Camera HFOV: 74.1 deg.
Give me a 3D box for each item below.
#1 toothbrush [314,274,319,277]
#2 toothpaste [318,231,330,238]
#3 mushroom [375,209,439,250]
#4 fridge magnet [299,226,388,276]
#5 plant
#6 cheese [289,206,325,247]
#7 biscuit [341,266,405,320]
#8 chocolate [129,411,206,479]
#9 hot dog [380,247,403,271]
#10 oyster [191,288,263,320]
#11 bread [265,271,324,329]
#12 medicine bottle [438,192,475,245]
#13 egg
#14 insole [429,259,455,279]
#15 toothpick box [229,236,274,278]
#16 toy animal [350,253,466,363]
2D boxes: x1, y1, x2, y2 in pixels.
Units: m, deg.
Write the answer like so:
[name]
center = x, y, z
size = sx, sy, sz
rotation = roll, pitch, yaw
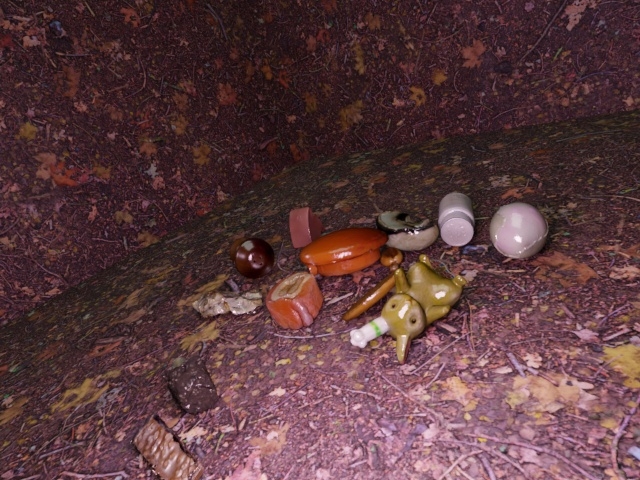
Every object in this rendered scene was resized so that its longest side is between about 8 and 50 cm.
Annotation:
[toothbrush]
center = 0.092, 0.117, 1.776
size = 0.288, 0.021, 0.024
rotation = -15, 27, 12
[toothpaste]
center = 0.000, 0.000, 2.131
size = 0.048, 0.029, 0.197
rotation = -8, 21, 26
[mushroom]
center = 0.365, -0.038, 1.796
size = 0.247, 0.130, 0.344
rotation = -10, 18, -23
[fridge magnet]
center = 0.095, 0.036, 1.691
size = 0.363, 0.155, 0.363
rotation = -15, 10, 3
[plant]
center = -0.395, 0.427, 1.287
size = 0.142, 0.131, 0.203
rotation = -35, 24, -27
[cheese]
center = -0.075, -0.087, 2.199
size = 0.128, 0.177, 0.203
rotation = -8, 24, 26
[biscuit]
center = 0.176, 0.178, 1.380
size = 0.262, 0.037, 0.262
rotation = -40, -7, -6
[chocolate]
center = -0.391, 0.548, 1.091
size = 0.329, 0.065, 0.102
rotation = 6, 51, 49
[hot dog]
center = 0.284, 0.075, 1.672
size = 0.089, 0.060, 0.140
rotation = -24, 14, -3
[oyster]
center = -0.400, 0.246, 1.772
size = 0.354, 0.107, 0.201
rotation = -12, 19, 18
[bread]
center = -0.088, 0.212, 1.563
size = 0.190, 0.123, 0.244
rotation = -11, 21, 24
[medicine bottle]
center = 0.549, -0.088, 1.716
size = 0.143, 0.144, 0.258
rotation = -10, 22, 22
[egg]
center = 0.666, -0.028, 1.420
size = 0.183, 0.183, 0.217
rotation = -14, 25, 13
[insole]
center = 0.430, 0.108, 1.530
size = 0.065, 0.006, 0.193
rotation = -20, 21, -1
[toothpick box]
center = -0.338, 0.073, 2.041
size = 0.192, 0.192, 0.294
rotation = -26, 16, -18
[toy animal]
center = 0.261, 0.194, 1.209
size = 0.181, 0.180, 0.363
rotation = 36, 46, 26
